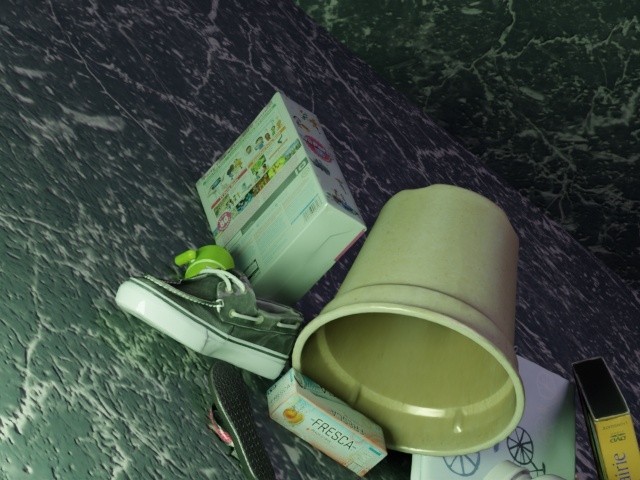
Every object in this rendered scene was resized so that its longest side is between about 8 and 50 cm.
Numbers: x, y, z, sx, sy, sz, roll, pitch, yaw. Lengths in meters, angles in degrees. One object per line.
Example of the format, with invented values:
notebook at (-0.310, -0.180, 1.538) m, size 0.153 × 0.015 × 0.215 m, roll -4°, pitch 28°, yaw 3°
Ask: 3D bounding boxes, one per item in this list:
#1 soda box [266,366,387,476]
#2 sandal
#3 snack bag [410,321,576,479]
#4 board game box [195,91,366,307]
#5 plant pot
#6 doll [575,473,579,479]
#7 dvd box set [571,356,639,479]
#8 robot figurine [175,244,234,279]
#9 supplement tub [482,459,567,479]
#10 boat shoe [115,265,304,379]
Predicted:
soda box at (0.010, 0.259, 1.974) m, size 0.183 × 0.058 × 0.063 m, roll 37°, pitch 21°, yaw -26°
sandal at (-0.113, 0.242, 1.797) m, size 0.067 × 0.040 × 0.179 m, roll 3°, pitch 61°, yaw -56°
snack bag at (0.285, 0.309, 2.198) m, size 0.342 × 0.037 × 0.323 m, roll 25°, pitch 53°, yaw -29°
board game box at (-0.068, -0.056, 2.192) m, size 0.097 × 0.224 × 0.303 m, roll 27°, pitch 27°, yaw -37°
plant pot at (0.157, 0.096, 2.040) m, size 0.334 × 0.334 × 0.305 m, roll 38°, pitch 46°, yaw -21°
doll at (0.449, 0.476, 2.463) m, size 0.129 × 0.046 × 0.189 m, roll 47°, pitch 19°, yaw 5°
dvd box set at (0.500, 0.430, 2.270) m, size 0.307 × 0.062 × 0.420 m, roll -75°, pitch 150°, yaw -77°
robot figurine at (-0.162, 0.049, 2.023) m, size 0.101 × 0.067 × 0.115 m, roll 49°, pitch 18°, yaw -16°
supplement tub at (0.342, 0.461, 1.893) m, size 0.316 × 0.228 × 0.228 m, roll 29°, pitch 11°, yaw 25°
boat shoe at (-0.144, 0.089, 1.863) m, size 0.121 × 0.119 × 0.335 m, roll 27°, pitch -1°, yaw 35°
